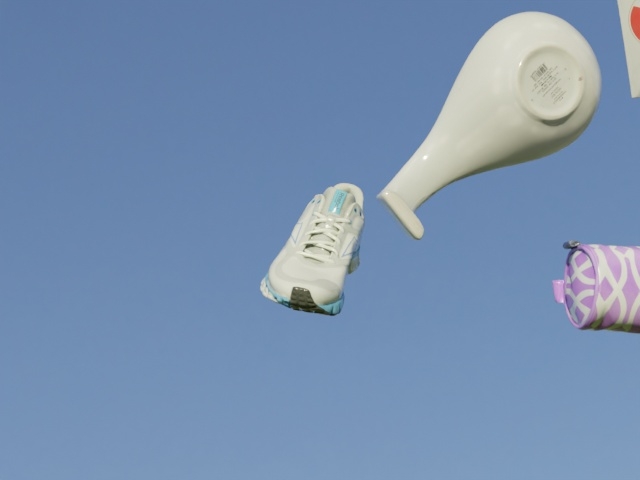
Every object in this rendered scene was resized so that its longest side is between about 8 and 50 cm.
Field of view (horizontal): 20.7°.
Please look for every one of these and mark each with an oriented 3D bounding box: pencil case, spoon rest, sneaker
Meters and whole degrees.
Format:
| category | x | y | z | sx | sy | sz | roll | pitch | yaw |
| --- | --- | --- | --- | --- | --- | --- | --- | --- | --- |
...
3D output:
| category | x | y | z | sx | sy | sz | roll | pitch | yaw |
| --- | --- | --- | --- | --- | --- | --- | --- | --- | --- |
| pencil case | 0.326 | 0.049 | 1.660 | 0.206 | 0.086 | 0.088 | 4 | -15 | -15 |
| spoon rest | 0.155 | -0.107 | 1.657 | 0.276 | 0.137 | 0.084 | -41 | 11 | -18 |
| sneaker | 0.000 | 0.000 | 1.460 | 0.071 | 0.191 | 0.083 | 17 | -69 | 3 |

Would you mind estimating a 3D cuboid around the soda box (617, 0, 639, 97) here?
| category | x | y | z | sx | sy | sz | roll | pitch | yaw |
| --- | --- | --- | --- | --- | --- | --- | --- | --- | --- |
| soda box | 0.313 | -0.243 | 1.607 | 0.074 | 0.216 | 0.069 | -4 | 16 | 28 |
